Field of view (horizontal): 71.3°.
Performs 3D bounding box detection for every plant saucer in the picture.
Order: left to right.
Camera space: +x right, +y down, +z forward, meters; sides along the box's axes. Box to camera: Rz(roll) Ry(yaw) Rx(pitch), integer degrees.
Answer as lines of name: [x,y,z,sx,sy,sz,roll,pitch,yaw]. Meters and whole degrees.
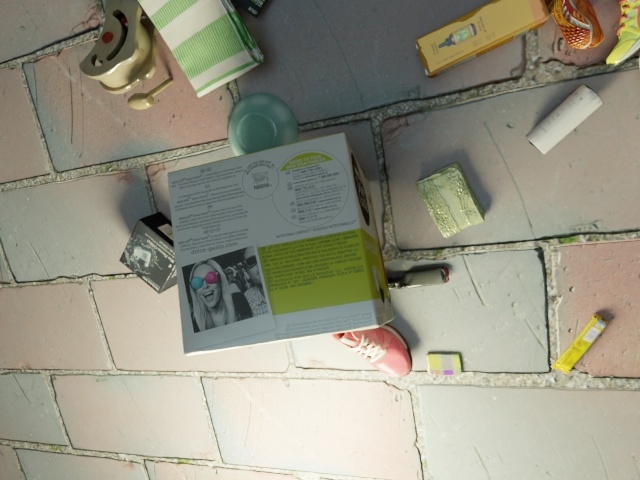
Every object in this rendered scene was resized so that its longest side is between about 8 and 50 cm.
plant saucer: [-0.150,-0.259,1.087,0.194,0.037,0.195,5,107,18]

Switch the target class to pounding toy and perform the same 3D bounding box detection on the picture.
pounding toy: [-0.468,-0.432,1.093,0.154,0.155,0.270,-7,75,15]

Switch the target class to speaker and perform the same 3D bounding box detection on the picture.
speaker: [0.471,-0.233,0.869,0.055,0.055,0.136,45,114,2]

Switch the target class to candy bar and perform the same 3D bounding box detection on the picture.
candy bar: [0.576,0.232,0.989,0.040,0.018,0.162,27,112,6]

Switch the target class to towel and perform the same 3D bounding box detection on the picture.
towel: [-0.291,-0.500,0.983,0.247,0.038,0.325,-8,124,41]
towel: [0.306,0.307,1.110,0.083,0.009,0.060,-7,102,20]
towel: [0.287,-0.087,0.991,0.110,0.027,0.148,-27,95,25]

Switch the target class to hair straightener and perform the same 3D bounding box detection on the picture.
hair straightener: [0.180,0.091,1.049,0.230,0.089,0.047,-5,86,23]

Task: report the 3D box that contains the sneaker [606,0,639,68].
sneaker: [0.558,-0.409,0.782,0.094,0.081,0.209,31,107,17]

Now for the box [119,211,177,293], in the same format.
box: [-0.450,0.035,1.247,0.156,0.093,0.158,38,115,5]

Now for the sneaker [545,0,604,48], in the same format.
sneaker: [0.460,-0.429,0.820,0.064,0.067,0.175,-24,83,57]

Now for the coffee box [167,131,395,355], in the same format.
coffee box: [-0.056,0.024,0.897,0.337,0.337,0.335,-11,80,11]

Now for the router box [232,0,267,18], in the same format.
router box: [-0.166,-0.560,0.964,0.122,0.038,0.092,21,122,-37]

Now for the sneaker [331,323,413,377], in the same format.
sneaker: [0.090,0.238,1.095,0.314,0.136,0.116,43,115,3]

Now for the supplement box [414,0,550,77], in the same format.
supplement box: [0.307,-0.403,0.865,0.233,0.080,0.078,-20,98,21]
